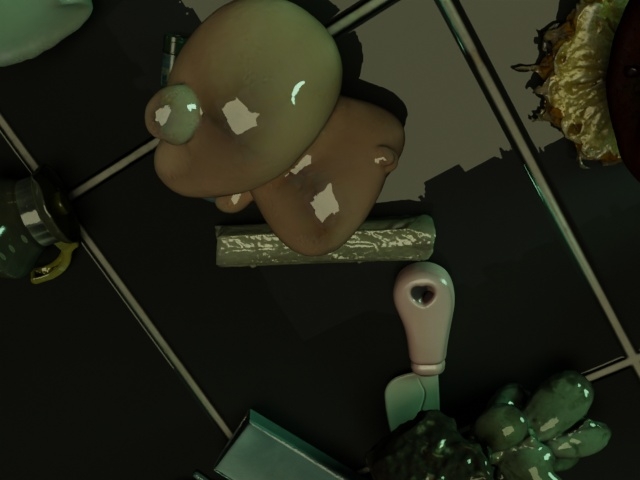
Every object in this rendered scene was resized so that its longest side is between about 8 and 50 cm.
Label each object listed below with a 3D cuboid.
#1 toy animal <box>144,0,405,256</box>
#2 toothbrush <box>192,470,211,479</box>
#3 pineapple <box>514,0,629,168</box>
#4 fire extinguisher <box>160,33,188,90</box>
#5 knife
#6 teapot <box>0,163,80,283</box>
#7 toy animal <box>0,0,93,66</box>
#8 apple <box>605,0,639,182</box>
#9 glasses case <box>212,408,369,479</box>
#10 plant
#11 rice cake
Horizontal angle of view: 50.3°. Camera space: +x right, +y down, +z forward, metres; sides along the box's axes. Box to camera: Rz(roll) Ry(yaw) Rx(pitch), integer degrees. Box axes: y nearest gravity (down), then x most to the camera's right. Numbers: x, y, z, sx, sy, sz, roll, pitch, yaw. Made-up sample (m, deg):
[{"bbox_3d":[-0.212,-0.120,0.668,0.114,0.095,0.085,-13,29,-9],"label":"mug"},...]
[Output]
[{"bbox_3d":[-0.034,-0.099,0.655,0.221,0.210,0.229,23,146,7],"label":"toy animal"},{"bbox_3d":[-0.108,0.369,0.940,0.167,0.014,0.011,38,94,-7],"label":"toothbrush"},{"bbox_3d":[0.307,-0.166,0.667,0.221,0.047,0.221,3,112,7],"label":"pineapple"},{"bbox_3d":[-0.157,-0.179,0.737,0.038,0.025,0.083,4,113,-18],"label":"fire extinguisher"},{"bbox_3d":[0.118,0.183,0.828,0.081,0.043,0.336,0,112,7],"label":"knife"},{"bbox_3d":[-0.342,-0.013,0.784,0.119,0.130,0.166,-20,140,-1],"label":"teapot"},{"bbox_3d":[-0.371,-0.304,0.620,0.206,0.272,0.265,-40,88,-6],"label":"toy animal"},{"bbox_3d":[0.345,-0.136,0.539,0.234,0.234,0.234,3,111,7],"label":"apple"},{"bbox_3d":[0.001,0.320,0.886,0.266,0.056,0.105,33,114,-5],"label":"glasses case"},{"bbox_3d":[0.193,0.242,0.762,0.274,0.149,0.146,-20,143,-13],"label":"plant"},{"bbox_3d":[0.000,0.000,0.767,0.256,0.057,0.052,-2,127,8],"label":"rice cake"}]
